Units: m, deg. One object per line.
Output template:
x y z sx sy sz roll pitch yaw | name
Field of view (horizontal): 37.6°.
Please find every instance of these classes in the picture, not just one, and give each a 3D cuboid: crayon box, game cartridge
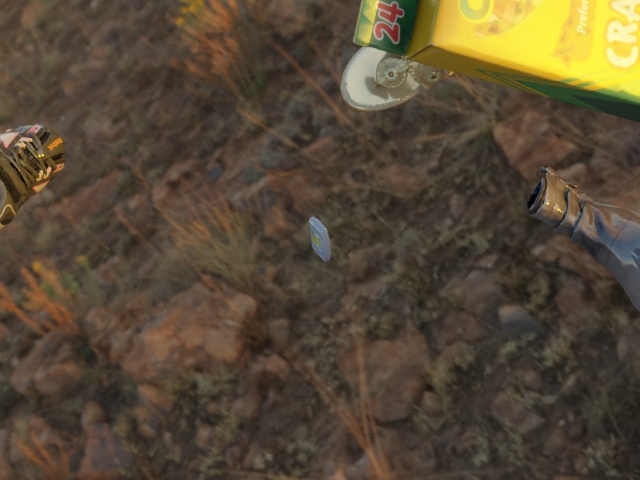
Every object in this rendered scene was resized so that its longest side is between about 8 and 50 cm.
0.205 -0.237 0.853 0.081 0.318 0.202 -174 95 -77 | crayon box
0.000 0.000 1.824 0.017 0.083 0.056 -27 45 -22 | game cartridge

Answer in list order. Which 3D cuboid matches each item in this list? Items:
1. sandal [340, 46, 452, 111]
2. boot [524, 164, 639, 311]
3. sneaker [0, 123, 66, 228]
0.137 -0.234 1.144 0.240 0.088 0.079 -25 0 -20 | sandal
0.403 -0.006 1.377 0.118 0.222 0.338 -60 1 12 | boot
-0.246 -0.065 0.760 0.077 0.072 0.178 -28 22 -3 | sneaker
